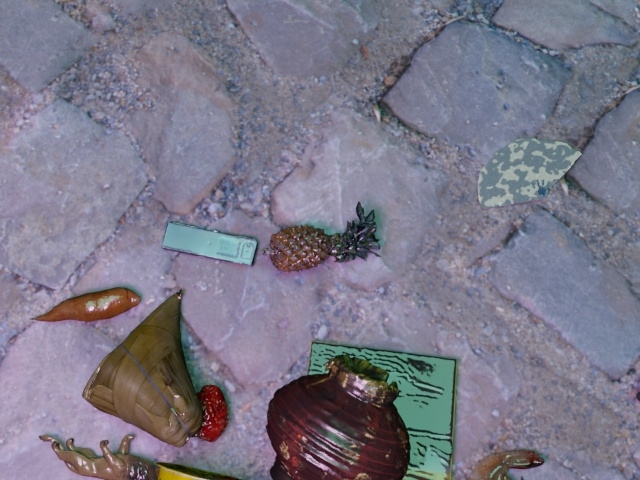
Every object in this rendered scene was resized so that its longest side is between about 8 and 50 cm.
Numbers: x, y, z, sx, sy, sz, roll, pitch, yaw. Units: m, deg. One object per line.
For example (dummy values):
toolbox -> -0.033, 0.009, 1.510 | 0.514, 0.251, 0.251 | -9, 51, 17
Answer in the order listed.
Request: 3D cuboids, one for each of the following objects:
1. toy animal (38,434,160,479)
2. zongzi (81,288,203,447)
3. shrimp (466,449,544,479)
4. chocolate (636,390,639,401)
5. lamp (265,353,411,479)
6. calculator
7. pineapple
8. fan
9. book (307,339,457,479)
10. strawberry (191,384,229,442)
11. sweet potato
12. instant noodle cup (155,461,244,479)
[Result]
toy animal -> -0.359, 0.351, 1.482 | 0.219, 0.069, 0.086 | 19, 88, 6
zongzi -> -0.241, 0.204, 1.501 | 0.228, 0.115, 0.256 | 15, 54, 36
shrimp -> 0.363, 0.418, 1.515 | 0.251, 0.052, 0.144 | -7, 67, -5
chocolate -> 0.665, 0.171, 1.607 | 0.110, 0.110, 0.291 | 28, 68, 7
lamp -> 0.031, 0.298, 1.417 | 0.247, 0.247, 0.247 | 1, 69, -3
calculator -> -0.200, 0.006, 1.651 | 0.172, 0.018, 0.057 | 11, 68, 0
pineapple -> 0.000, 0.000, 1.633 | 0.221, 0.083, 0.103 | -10, 71, -10
fan -> 0.397, -0.134, 1.751 | 0.240, 0.009, 0.131 | -27, 73, -13
book -> 0.091, 0.365, 1.531 | 0.262, 0.028, 0.374 | 7, 68, -2
strawberry -> -0.192, 0.288, 1.515 | 0.083, 0.083, 0.096 | 11, 65, 0
sweet potato -> -0.410, 0.117, 1.579 | 0.194, 0.056, 0.056 | -9, 70, -3
instant noodle cup -> -0.187, 0.437, 1.412 | 0.182, 0.182, 0.144 | 13, 78, 1
